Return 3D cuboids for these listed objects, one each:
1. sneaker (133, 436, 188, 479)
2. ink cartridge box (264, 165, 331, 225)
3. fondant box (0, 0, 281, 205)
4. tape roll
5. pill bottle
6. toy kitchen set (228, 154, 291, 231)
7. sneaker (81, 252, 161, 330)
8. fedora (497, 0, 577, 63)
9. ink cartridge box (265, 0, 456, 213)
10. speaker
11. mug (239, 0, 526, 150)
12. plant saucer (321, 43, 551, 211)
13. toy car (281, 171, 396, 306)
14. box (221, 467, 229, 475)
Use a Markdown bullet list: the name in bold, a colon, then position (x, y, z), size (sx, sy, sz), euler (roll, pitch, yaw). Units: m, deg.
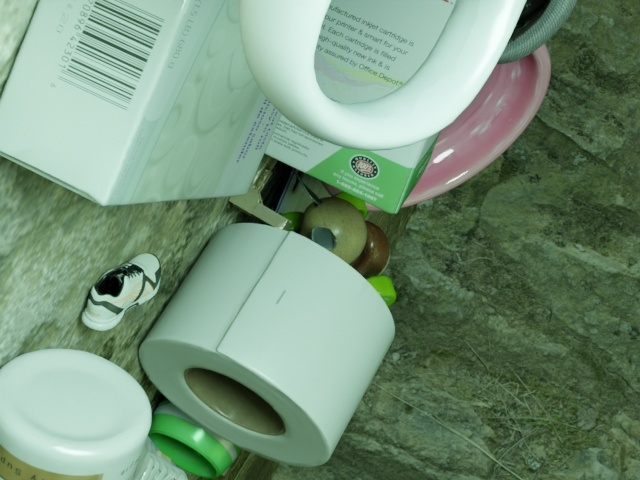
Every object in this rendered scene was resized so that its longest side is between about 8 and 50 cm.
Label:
- **sneaker**: position (-0.210, 0.278, 1.367), size (0.087, 0.092, 0.228), euler (-60, 169, -13)
- **ink cartridge box**: position (-0.001, -0.104, 1.576), size (0.224, 0.045, 0.223), euler (-8, 124, -62)
- **fondant box**: position (-0.090, -0.155, 0.838), size (0.238, 0.096, 0.330), euler (-66, 172, 8)
- **tape roll**: position (-0.059, 0.120, 1.295), size (0.169, 0.246, 0.246), euler (-58, 169, -29)
- **pill bottle**: position (-0.230, 0.216, 0.952), size (0.131, 0.131, 0.229), euler (-48, 162, -60)
- **toy kitchen set**: position (-0.054, -0.060, 1.360), size (0.083, 0.075, 0.068), euler (-59, 172, -4)
- **sneaker**: position (-0.178, 0.040, 1.051), size (0.109, 0.040, 0.043), euler (-53, 164, -52)
- **fedora**: position (0.177, -0.337, 1.263), size (0.244, 0.275, 0.124), euler (-28, -170, 29)
- **ink cartridge box**: position (0.043, -0.196, 1.124), size (0.117, 0.201, 0.278), euler (-52, 165, -50)
- **speaker**: position (-0.108, 0.163, 1.519), size (0.296, 0.131, 0.131), euler (-59, 170, -29)
- **mug**: position (0.070, -0.226, 0.610), size (0.328, 0.276, 0.374), euler (-2, 114, -53)
- **plant saucer**: position (0.135, -0.175, 1.474), size (0.332, 0.084, 0.332), euler (-22, 150, -13)
- **toy car**: position (0.000, 0.000, 1.391), size (0.188, 0.149, 0.155), euler (58, 12, -64)
- **box**: position (-0.139, 0.231, 1.638), size (0.170, 0.091, 0.130), euler (-60, 171, -23)
